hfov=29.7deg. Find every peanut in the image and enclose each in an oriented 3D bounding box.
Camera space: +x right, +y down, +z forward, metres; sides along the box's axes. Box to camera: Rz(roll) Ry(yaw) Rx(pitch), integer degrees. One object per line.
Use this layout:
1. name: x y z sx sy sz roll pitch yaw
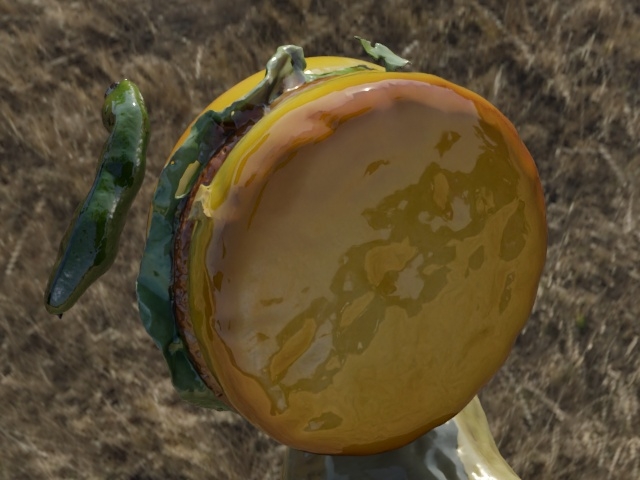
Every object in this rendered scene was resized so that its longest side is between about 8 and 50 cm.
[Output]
1. peanut: 0.062 0.182 0.796 0.159 0.143 0.291 -17 46 -16

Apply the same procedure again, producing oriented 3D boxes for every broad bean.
1. broad bean: -0.161 -0.037 0.909 0.046 0.061 0.195 21 70 -30

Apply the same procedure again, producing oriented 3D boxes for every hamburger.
1. hamburger: 0.001 -0.001 0.713 0.246 0.246 0.170 -38 31 -14
